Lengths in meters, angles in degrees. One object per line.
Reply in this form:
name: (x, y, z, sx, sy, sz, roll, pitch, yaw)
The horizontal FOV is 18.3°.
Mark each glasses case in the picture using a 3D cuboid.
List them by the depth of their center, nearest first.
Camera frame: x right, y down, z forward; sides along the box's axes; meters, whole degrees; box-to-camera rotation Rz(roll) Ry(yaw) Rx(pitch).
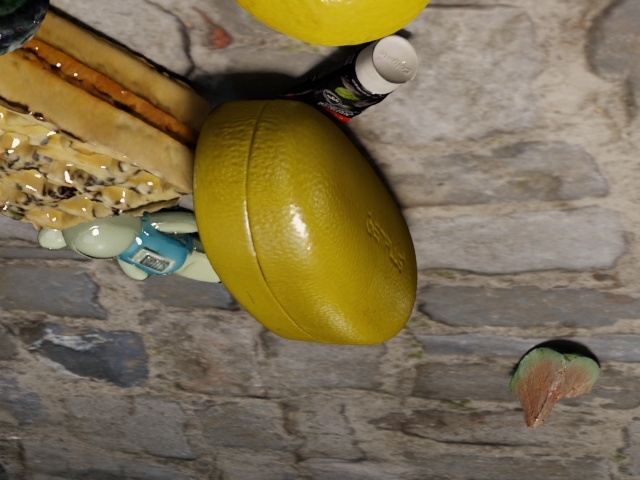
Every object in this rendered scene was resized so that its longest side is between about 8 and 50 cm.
glasses case: (0.000, 0.000, 1.914, 0.141, 0.173, 0.371, 3, 161, 20)

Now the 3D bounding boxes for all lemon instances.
lemon: (0.005, -0.228, 1.373, 0.187, 0.186, 0.244, 4, 157, 12)

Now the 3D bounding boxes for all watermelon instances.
watermelon: (0.287, 0.164, 2.365, 0.101, 0.080, 0.155, 1, 143, -4)

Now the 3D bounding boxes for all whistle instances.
whistle: (-0.190, -0.003, 2.142, 0.236, 0.077, 0.114, 21, 128, -40)

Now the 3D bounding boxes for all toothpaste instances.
toothpaste: (0.029, -0.136, 1.772, 0.071, 0.045, 0.193, 21, 162, -20)

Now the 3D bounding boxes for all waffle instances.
waffle: (-0.312, -0.129, 1.826, 0.376, 0.114, 0.261, 27, 151, -37)

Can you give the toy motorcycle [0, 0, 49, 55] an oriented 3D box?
toy motorcycle: (-0.415, -0.206, 1.512, 0.410, 0.237, 0.168, 17, 133, -10)
